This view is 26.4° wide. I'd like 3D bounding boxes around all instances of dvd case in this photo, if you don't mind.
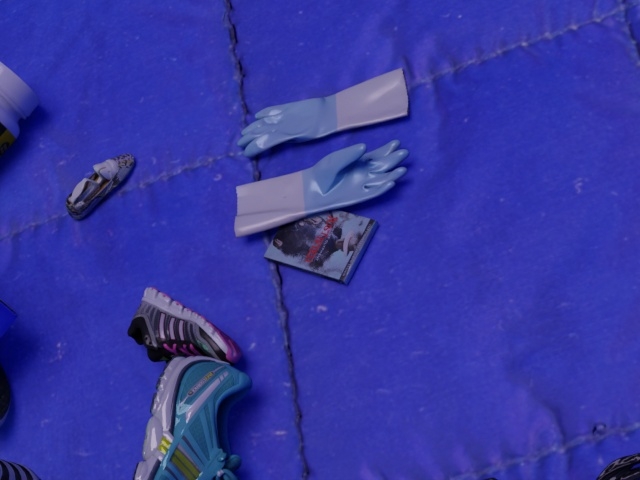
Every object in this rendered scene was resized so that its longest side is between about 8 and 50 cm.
[{"bbox_3d":[0.000,0.000,1.618,0.119,0.013,0.087,17,69,32],"label":"dvd case"}]

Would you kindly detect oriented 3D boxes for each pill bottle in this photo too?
[{"bbox_3d":[-0.491,-0.148,1.871,0.119,0.119,0.208,33,79,36],"label":"pill bottle"}]

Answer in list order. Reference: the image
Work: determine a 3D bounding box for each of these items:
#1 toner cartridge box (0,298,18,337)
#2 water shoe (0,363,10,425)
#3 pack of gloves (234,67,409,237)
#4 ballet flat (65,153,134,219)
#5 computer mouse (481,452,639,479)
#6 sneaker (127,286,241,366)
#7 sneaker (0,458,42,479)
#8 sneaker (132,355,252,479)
[{"bbox_3d":[-0.537,0.174,1.639,0.165,0.075,0.348,29,75,40],"label":"toner cartridge box"},{"bbox_3d":[-0.441,0.172,1.696,0.080,0.073,0.203,-44,44,20],"label":"water shoe"},{"bbox_3d":[-0.005,-0.119,1.664,0.232,0.046,0.195,-16,51,16],"label":"pack of gloves"},{"bbox_3d":[-0.291,-0.077,1.785,0.114,0.041,0.041,-47,53,-7],"label":"ballet flat"},{"bbox_3d":[0.223,0.261,1.344,0.242,0.041,0.071,-15,64,8],"label":"computer mouse"},{"bbox_3d":[-0.163,0.118,1.593,0.170,0.063,0.074,27,78,37],"label":"sneaker"},{"bbox_3d":[-0.478,0.397,1.444,0.169,0.257,0.447,34,79,36],"label":"sneaker"},{"bbox_3d":[-0.142,0.257,1.474,0.110,0.107,0.275,8,70,7],"label":"sneaker"}]
